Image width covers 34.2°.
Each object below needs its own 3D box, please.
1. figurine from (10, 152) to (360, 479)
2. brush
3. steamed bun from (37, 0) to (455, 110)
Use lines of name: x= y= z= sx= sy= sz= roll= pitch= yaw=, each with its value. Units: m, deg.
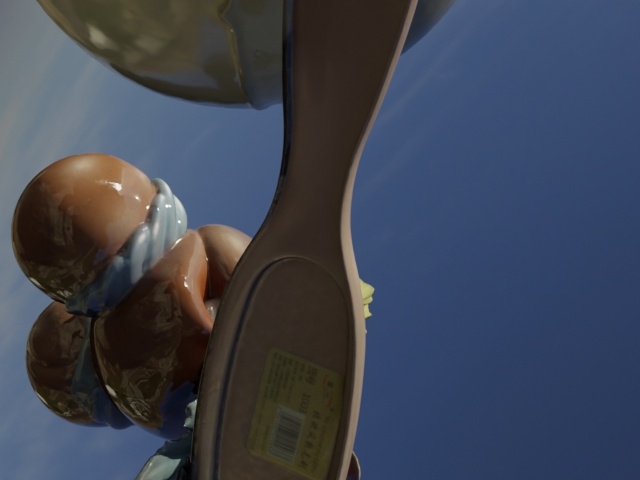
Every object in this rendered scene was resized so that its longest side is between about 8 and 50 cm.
figurine: x=-0.101 y=0.134 z=0.812 sx=0.388 sy=0.248 sz=0.277 roll=-112 pitch=-155 yaw=-43
brush: x=-0.001 y=-0.001 z=0.428 sx=0.067 sy=0.072 sz=0.313 roll=-43 pitch=146 yaw=-64
steamed bun: x=-0.039 y=-0.259 z=0.560 sx=0.334 sy=0.334 sz=0.374 roll=-119 pitch=-148 yaw=-66
